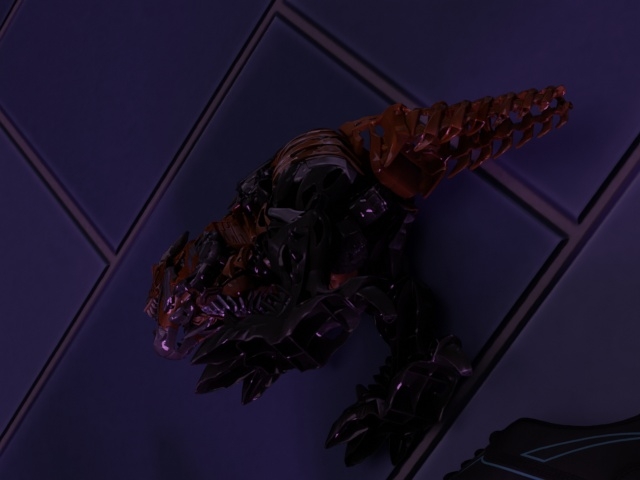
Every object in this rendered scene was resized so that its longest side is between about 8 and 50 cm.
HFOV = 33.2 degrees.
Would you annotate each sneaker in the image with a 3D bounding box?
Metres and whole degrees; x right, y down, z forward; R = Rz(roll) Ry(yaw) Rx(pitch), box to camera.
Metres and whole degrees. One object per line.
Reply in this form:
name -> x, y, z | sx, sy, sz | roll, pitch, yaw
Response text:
sneaker -> 0.100, 0.162, 0.577 | 0.267, 0.101, 0.106 | -22, 42, 35

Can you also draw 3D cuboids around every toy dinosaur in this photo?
toy dinosaur -> 0.000, 0.000, 0.665 | 0.322, 0.164, 0.218 | -53, 30, 42
